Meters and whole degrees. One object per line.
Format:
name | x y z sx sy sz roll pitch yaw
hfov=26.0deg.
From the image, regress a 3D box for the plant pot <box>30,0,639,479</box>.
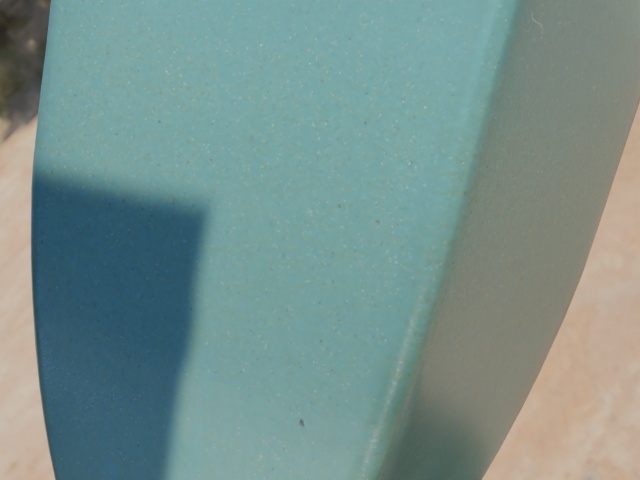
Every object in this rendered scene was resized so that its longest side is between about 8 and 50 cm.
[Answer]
plant pot | 0.000 0.000 0.493 0.165 0.165 0.234 0 -75 -63
